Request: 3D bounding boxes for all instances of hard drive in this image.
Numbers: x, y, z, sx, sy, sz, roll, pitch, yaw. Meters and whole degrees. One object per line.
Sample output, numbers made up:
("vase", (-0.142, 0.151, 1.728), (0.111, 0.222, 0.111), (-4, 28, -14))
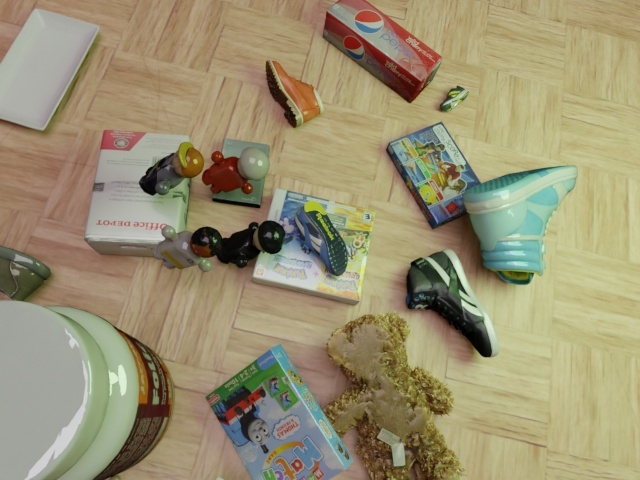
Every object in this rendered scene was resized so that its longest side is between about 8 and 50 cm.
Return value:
("hard drive", (-0.157, -0.134, 0.981), (0.094, 0.022, 0.135), (8, 70, -4))

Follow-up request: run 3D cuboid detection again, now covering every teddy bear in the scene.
("teddy bear", (0.114, 0.293, 0.831), (0.245, 0.113, 0.338), (-36, 85, -8))

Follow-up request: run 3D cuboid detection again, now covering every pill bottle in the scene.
("pill bottle", (-0.333, 0.210, 0.641), (0.224, 0.392, 0.224), (2, 71, -6))

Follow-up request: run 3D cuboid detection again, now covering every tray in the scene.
("tray", (-0.569, -0.347, 1.003), (0.145, 0.030, 0.270), (16, 69, -2))

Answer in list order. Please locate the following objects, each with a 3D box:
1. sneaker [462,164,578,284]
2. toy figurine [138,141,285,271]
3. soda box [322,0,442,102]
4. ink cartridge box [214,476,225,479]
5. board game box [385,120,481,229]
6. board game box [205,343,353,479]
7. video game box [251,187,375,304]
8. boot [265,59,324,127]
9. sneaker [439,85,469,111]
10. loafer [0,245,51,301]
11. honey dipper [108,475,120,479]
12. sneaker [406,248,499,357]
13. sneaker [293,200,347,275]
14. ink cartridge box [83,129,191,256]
("sneaker", (0.411, -0.031, 0.975), (0.319, 0.127, 0.208), (-18, 100, -32))
("toy figurine", (-0.176, -0.056, 0.828), (0.209, 0.148, 0.213), (-3, 82, -52))
("soda box", (0.133, -0.428, 1.087), (0.263, 0.083, 0.092), (39, 71, 8))
("ink cartridge box", (-0.142, 0.495, 0.690), (0.172, 0.100, 0.237), (28, 57, 9))
("board game box", (0.244, -0.139, 1.023), (0.136, 0.035, 0.201), (-23, 75, -14))
("board game box", (-0.071, 0.299, 0.787), (0.160, 0.039, 0.211), (-39, 78, 19))
("video game box", (-0.010, 0.010, 0.935), (0.205, 0.048, 0.187), (12, 72, -2))
("boot", (-0.057, -0.321, 1.044), (0.085, 0.059, 0.158), (-29, 85, -18))
("sneaker", (0.293, -0.317, 1.098), (0.083, 0.031, 0.035), (-34, 64, -21))
("loafer", (-0.596, 0.038, 0.829), (0.251, 0.094, 0.087), (18, 65, 0))
("honey dipper", (-0.336, 0.449, 0.753), (0.030, 0.030, 0.160), (11, 66, -3))
("sneaker", (0.228, 0.130, 0.911), (0.121, 0.079, 0.217), (-18, 66, -9))
("sneaker", (0.000, 0.000, 0.891), (0.053, 0.059, 0.144), (-29, 92, -46))
("ink cartridge box", (-0.325, -0.083, 0.906), (0.159, 0.092, 0.218), (3, 69, -6))
